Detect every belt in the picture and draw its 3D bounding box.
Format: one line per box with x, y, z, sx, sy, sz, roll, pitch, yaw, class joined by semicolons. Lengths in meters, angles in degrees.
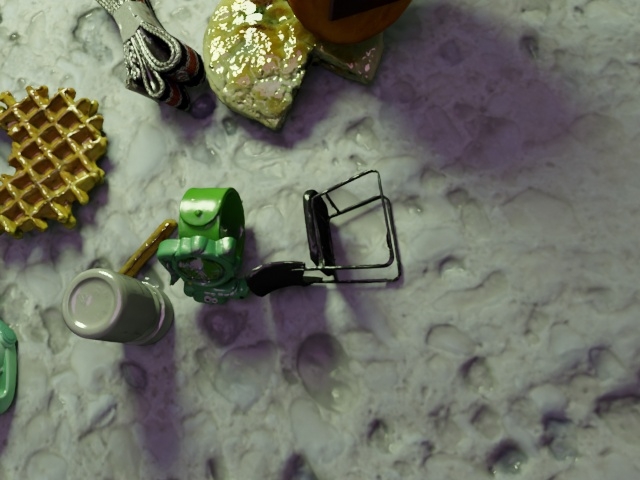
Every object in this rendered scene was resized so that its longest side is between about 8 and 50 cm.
-0.328;-0.390;1.066;0.126;0.094;0.360;-37;70;17;belt

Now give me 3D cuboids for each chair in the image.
0.000;0.000;0.895;0.221;0.140;0.145;-11;74;10;chair

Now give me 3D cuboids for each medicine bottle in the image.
-0.306;0.106;0.904;0.105;0.168;0.105;-3;76;10;medicine bottle

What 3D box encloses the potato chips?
-0.320;0.038;0.999;0.204;0.026;0.037;-43;60;-1;potato chips

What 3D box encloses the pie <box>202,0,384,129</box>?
-0.056;-0.357;1.022;0.337;0.075;0.338;-2;74;7;pie

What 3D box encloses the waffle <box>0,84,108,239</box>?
-0.500;-0.144;1.058;0.259;0.069;0.293;-2;73;7;waffle

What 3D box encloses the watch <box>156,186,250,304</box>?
-0.175;0.000;0.937;0.131;0.165;0.152;-2;51;11;watch

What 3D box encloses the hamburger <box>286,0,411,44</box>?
0.025;-0.457;0.865;0.291;0.291;0.225;-38;60;-1;hamburger

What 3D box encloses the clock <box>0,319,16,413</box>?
-0.595;0.191;0.989;0.159;0.066;0.211;-6;74;8;clock
